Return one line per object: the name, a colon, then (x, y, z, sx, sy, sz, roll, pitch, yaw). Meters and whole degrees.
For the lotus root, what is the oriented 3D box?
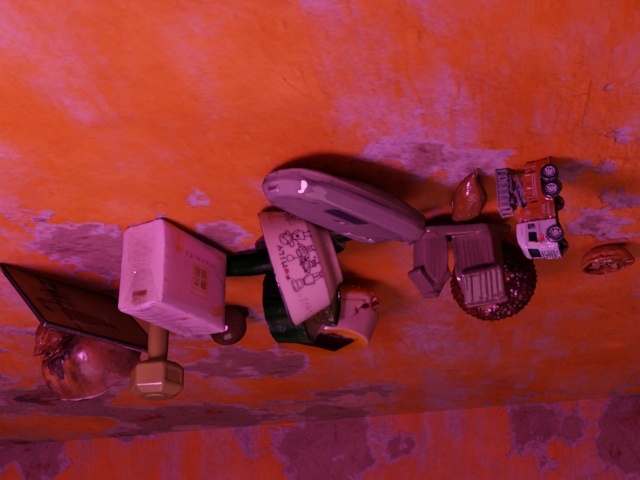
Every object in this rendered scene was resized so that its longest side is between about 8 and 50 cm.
lotus root: (-0.583, 0.247, 2.253, 0.272, 0.272, 0.192, -9, 144, 15)

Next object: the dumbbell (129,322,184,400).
dumbbell: (-0.357, 0.199, 2.059, 0.108, 0.302, 0.121, -18, 151, 33)

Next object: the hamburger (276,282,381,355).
hamburger: (0.008, 0.188, 2.285, 0.227, 0.151, 0.295, 17, 159, -34)

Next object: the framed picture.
framed picture: (-0.533, 0.157, 2.091, 0.339, 0.255, 0.014, 26, 100, -48)

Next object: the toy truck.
toy truck: (0.385, -0.052, 1.699, 0.115, 0.177, 0.080, -9, 157, 18)

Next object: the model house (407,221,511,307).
model house: (0.289, 0.045, 1.898, 0.229, 0.188, 0.122, -3, 162, -3)

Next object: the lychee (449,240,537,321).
lychee: (0.377, 0.090, 2.059, 0.188, 0.188, 0.188, -2, 158, -1)

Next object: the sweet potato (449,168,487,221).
sweet potato: (0.281, -0.063, 1.808, 0.068, 0.068, 0.226, -2, 158, -2)

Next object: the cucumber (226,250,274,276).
cucumber: (-0.117, 0.046, 2.007, 0.284, 0.056, 0.056, -10, 157, 26)

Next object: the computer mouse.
computer mouse: (0.050, -0.070, 1.727, 0.331, 0.095, 0.197, 23, 161, -33)

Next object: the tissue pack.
tissue pack: (-0.300, 0.082, 1.935, 0.124, 0.185, 0.225, -11, 156, 27)

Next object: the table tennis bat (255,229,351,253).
table tennis bat: (0.000, 0.000, 1.983, 0.301, 0.022, 0.173, -13, 155, 27)

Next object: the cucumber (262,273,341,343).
cucumber: (-0.044, 0.131, 2.064, 0.130, 0.191, 0.191, -11, 156, 24)

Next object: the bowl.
bowl: (-0.033, 0.040, 1.841, 0.126, 0.237, 0.238, -18, 158, -3)

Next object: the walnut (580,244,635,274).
walnut: (0.644, 0.037, 2.108, 0.121, 0.052, 0.091, -13, 154, 18)

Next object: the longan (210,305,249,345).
longan: (-0.231, 0.213, 2.394, 0.119, 0.106, 0.106, -38, 169, -23)
